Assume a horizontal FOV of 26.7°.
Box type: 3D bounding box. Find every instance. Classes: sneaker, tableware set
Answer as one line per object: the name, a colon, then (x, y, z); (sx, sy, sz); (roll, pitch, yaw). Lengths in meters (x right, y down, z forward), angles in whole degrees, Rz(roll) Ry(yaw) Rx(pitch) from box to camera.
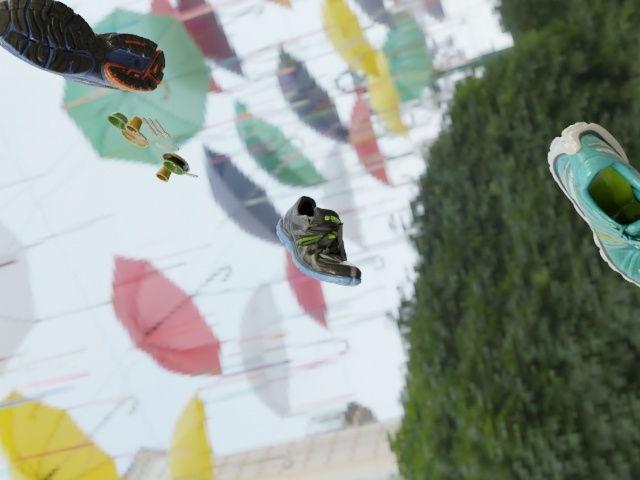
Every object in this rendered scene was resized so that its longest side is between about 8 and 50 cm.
sneaker: (-0.289, -0.215, 1.554); (0.221, 0.087, 0.083); (20, -106, -40)
sneaker: (0.000, 0.000, 1.777); (0.067, 0.078, 0.188); (16, -158, -34)
sneaker: (0.364, -0.018, 1.573); (0.275, 0.107, 0.110); (42, -169, -25)
tableware set: (-0.255, -0.136, 2.012); (0.024, 0.104, 0.154); (-62, -34, -21)
